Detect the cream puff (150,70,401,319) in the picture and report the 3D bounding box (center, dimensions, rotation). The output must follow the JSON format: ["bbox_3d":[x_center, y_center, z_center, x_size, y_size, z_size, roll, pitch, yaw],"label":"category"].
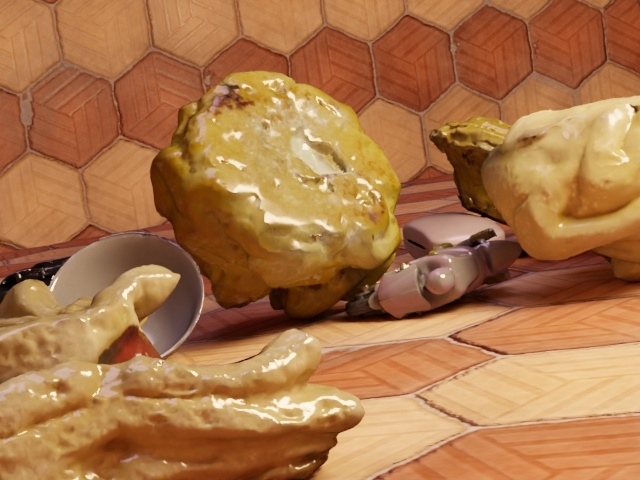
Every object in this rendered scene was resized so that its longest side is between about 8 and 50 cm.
[{"bbox_3d":[-0.070,-0.035,1.662,0.324,0.291,0.257,-5,-36,-33],"label":"cream puff"}]

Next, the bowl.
[{"bbox_3d":[-0.225,0.090,1.536,0.189,0.189,0.086,-9,-35,-2],"label":"bowl"}]

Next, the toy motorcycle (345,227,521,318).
[{"bbox_3d":[0.144,0.046,1.604,0.225,0.073,0.152,-20,1,-18],"label":"toy motorcycle"}]

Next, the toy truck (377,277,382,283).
[{"bbox_3d":[0.000,0.000,1.982,0.162,0.136,0.305,-3,7,-12],"label":"toy truck"}]

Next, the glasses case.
[{"bbox_3d":[0.197,-0.001,1.955,0.113,0.075,0.297,-7,5,-5],"label":"glasses case"}]

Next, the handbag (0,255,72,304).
[{"bbox_3d":[-0.431,0.070,2.197,0.244,0.088,0.275,-12,7,4],"label":"handbag"}]

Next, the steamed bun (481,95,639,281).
[{"bbox_3d":[0.391,-0.070,1.595,0.324,0.230,0.372,-6,5,31],"label":"steamed bun"}]

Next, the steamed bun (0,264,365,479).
[{"bbox_3d":[-0.205,0.121,0.967,0.428,0.189,0.247,-12,-1,-23],"label":"steamed bun"}]

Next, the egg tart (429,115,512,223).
[{"bbox_3d":[0.319,-0.077,1.962,0.341,0.132,0.341,22,0,0],"label":"egg tart"}]
